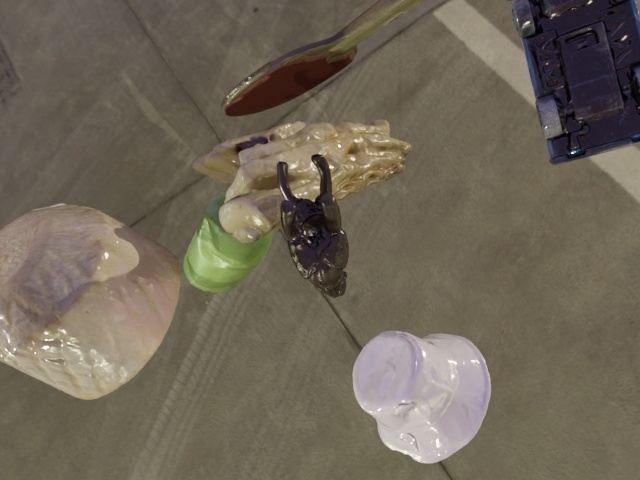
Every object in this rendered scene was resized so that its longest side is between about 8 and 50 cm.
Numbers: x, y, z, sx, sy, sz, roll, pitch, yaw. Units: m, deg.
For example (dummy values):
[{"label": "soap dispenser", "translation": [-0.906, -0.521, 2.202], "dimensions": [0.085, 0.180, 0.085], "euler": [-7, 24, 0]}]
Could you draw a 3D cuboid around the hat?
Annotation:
[{"label": "hat", "translation": [0.127, 0.203, 0.717], "dimensions": [0.203, 0.126, 0.203], "euler": [-31, 39, 29]}]

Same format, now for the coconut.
[{"label": "coconut", "translation": [-0.371, 0.099, 0.810], "dimensions": [0.329, 0.329, 0.328], "euler": [-4, 69, 11]}]

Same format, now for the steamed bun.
[{"label": "steamed bun", "translation": [-0.045, -0.121, 0.812], "dimensions": [0.247, 0.428, 0.189], "euler": [-30, 89, 41]}]

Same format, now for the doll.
[{"label": "doll", "translation": [0.000, 0.000, 0.504], "dimensions": [0.057, 0.165, 0.139], "euler": [-15, 32, 2]}]

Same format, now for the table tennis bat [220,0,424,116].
[{"label": "table tennis bat", "translation": [-0.003, -0.174, 0.480], "dimensions": [0.234, 0.131, 0.022], "euler": [-22, 93, 40]}]

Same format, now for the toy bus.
[{"label": "toy bus", "translation": [0.276, -0.206, 0.538], "dimensions": [0.116, 0.133, 0.234], "euler": [-14, 90, 26]}]

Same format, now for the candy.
[{"label": "candy", "translation": [-0.202, 0.017, 1.063], "dimensions": [0.132, 0.343, 0.142], "euler": [-20, 77, -29]}]
